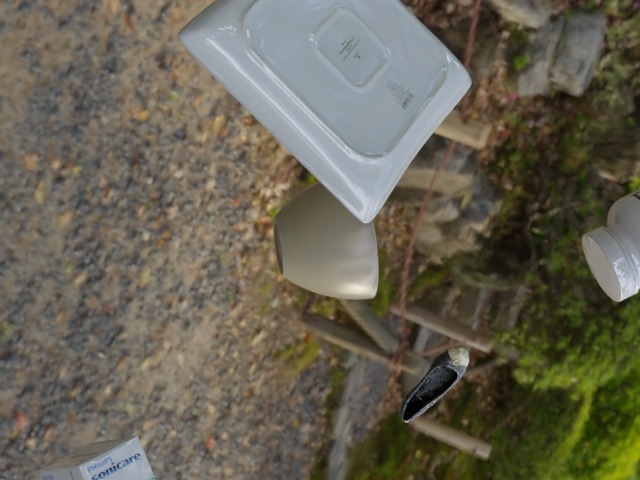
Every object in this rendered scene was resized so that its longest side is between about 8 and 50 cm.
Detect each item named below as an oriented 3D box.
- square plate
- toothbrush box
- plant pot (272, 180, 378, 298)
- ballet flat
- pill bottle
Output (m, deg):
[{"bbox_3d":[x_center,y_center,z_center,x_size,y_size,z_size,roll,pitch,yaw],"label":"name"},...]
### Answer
[{"bbox_3d":[0.032,-0.252,1.340,0.049,0.344,0.347,-34,-165,53],"label":"square plate"},{"bbox_3d":[-0.367,0.515,1.774,0.126,0.295,0.216,-24,180,-37],"label":"toothbrush box"},{"bbox_3d":[0.000,0.000,2.147,0.284,0.191,0.284,172,-90,-82],"label":"plant pot"},{"bbox_3d":[0.198,0.251,1.697,0.173,0.057,0.049,-53,-174,23],"label":"ballet flat"},{"bbox_3d":[0.604,-0.023,1.618,0.323,0.181,0.181,-25,158,-2],"label":"pill bottle"}]
